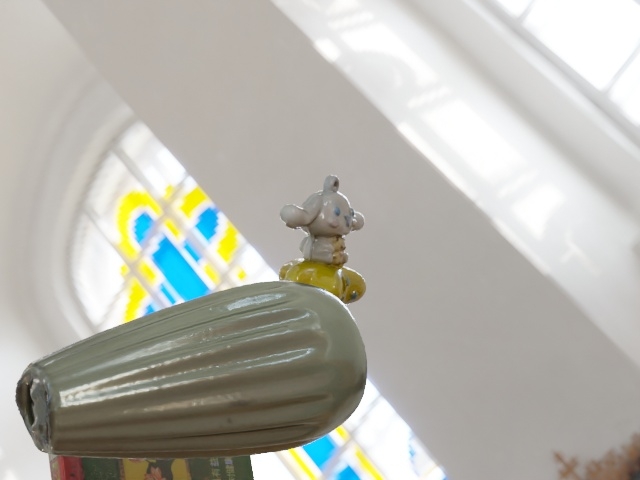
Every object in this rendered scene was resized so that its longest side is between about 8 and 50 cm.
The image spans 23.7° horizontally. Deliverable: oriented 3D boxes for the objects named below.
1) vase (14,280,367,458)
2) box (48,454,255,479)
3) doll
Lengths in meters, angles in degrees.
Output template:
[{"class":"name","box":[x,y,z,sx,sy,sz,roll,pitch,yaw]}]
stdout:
[{"class":"vase","box":[-0.093,0.101,1.104,0.248,0.128,0.128,-8,-47,-30]},{"class":"box","box":[-0.174,0.258,1.626,0.235,0.132,0.034,5,-28,-36]},{"class":"doll","box":[0.003,0.000,1.332,0.135,0.071,0.113,-42,-48,-55]}]
